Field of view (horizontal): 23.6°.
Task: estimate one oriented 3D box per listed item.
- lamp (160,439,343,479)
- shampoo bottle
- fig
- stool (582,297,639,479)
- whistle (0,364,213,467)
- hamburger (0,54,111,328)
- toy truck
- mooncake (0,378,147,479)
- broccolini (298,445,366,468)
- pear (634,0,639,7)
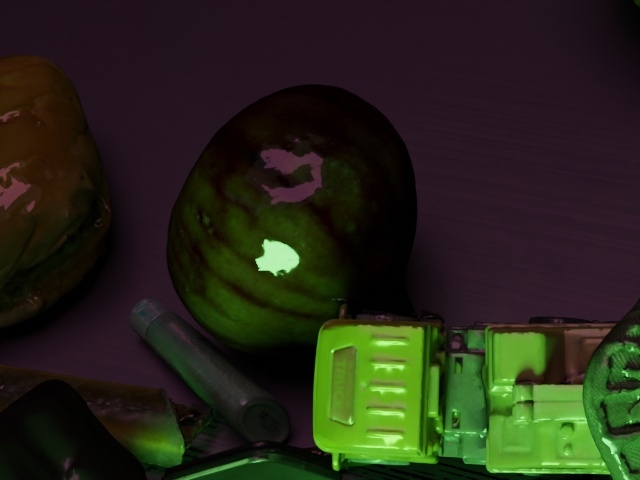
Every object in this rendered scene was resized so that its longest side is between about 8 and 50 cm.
[{"bbox_3d":[-0.091,0.286,1.098,0.203,0.124,0.283,-18,46,29],"label":"lamp"},{"bbox_3d":[-0.099,0.104,1.275,0.041,0.069,0.191,-53,47,-1],"label":"shampoo bottle"},{"bbox_3d":[-0.012,-0.014,1.244,0.214,0.235,0.235,17,56,25],"label":"fig"},{"bbox_3d":[0.361,0.131,0.907,0.310,0.310,0.226,-31,5,-13],"label":"stool"},{"bbox_3d":[-0.247,0.135,1.292,0.326,0.057,0.068,6,28,19],"label":"whistle"},{"bbox_3d":[-0.344,-0.042,1.413,0.319,0.158,0.318,-9,46,9],"label":"hamburger"},{"bbox_3d":[0.126,0.107,1.082,0.272,0.157,0.124,2,82,12],"label":"toy truck"},{"bbox_3d":[-0.250,0.226,1.087,0.283,0.283,0.141,-38,93,-17],"label":"mooncake"},{"bbox_3d":[0.067,0.151,1.188,0.254,0.057,0.071,-7,15,6],"label":"broccolini"},{"bbox_3d":[0.383,-0.348,1.344,0.348,0.348,0.348,-9,48,10],"label":"pear"}]
